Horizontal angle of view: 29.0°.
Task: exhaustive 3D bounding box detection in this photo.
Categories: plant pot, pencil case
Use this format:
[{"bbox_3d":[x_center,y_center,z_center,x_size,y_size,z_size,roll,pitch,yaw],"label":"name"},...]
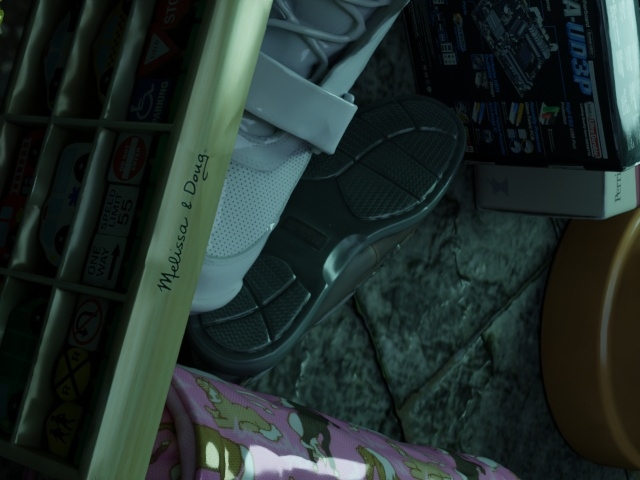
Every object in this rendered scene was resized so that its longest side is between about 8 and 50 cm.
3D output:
[{"bbox_3d":[0.367,0.081,1.124,0.291,0.203,0.291,-7,99,-45],"label":"plant pot"},{"bbox_3d":[-0.011,0.184,0.784,0.386,0.167,0.160,23,91,-45],"label":"pencil case"}]

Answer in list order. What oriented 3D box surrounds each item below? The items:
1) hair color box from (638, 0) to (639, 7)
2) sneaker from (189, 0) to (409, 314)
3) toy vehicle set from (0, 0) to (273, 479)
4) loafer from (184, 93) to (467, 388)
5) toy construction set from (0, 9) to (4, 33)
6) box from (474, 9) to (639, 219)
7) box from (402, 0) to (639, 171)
[{"bbox_3d":[0.311,-0.265,1.136,0.141,0.043,0.072,-28,114,-40],"label":"hair color box"},{"bbox_3d":[-0.011,-0.134,0.700,0.137,0.210,0.366,24,76,-27],"label":"sneaker"},{"bbox_3d":[-0.122,-0.017,0.648,0.035,0.166,0.267,21,80,-45],"label":"toy vehicle set"},{"bbox_3d":[0.000,0.000,0.847,0.267,0.096,0.084,-45,166,-30],"label":"loafer"},{"bbox_3d":[-0.292,-0.111,0.494,0.328,0.151,0.215,-26,114,-52],"label":"toy construction set"},{"bbox_3d":[0.245,-0.112,1.030,0.232,0.127,0.148,-17,107,-43],"label":"box"},{"bbox_3d":[0.140,-0.161,0.886,0.051,0.175,0.220,-29,114,-40],"label":"box"}]
